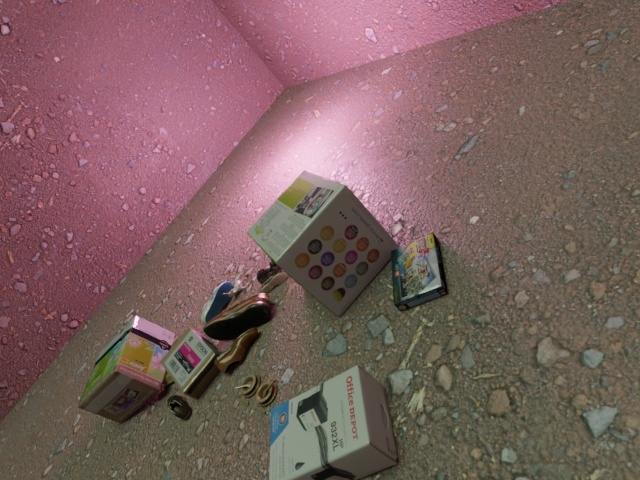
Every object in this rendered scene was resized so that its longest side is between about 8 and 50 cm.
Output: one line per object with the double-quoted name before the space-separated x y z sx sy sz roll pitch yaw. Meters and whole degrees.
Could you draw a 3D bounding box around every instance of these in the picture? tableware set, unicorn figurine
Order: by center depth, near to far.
"tableware set" -0.223 0.509 1.533 0.194 0.039 0.128 -1 52 50
"unicorn figurine" -0.386 0.207 2.093 0.111 0.060 0.162 -39 15 11

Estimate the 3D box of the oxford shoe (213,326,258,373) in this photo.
"oxford shoe" -0.313 0.431 1.732 0.212 0.076 0.076 -47 60 -7

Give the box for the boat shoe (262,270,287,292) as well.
"boat shoe" -0.200 0.173 1.910 0.137 0.049 0.043 -40 28 17

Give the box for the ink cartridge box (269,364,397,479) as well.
"ink cartridge box" 0.022 0.502 1.154 0.307 0.129 0.223 -33 32 19

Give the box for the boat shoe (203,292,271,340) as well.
"boat shoe" -0.335 0.315 1.846 0.324 0.123 0.120 -24 30 18

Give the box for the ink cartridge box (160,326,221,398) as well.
"ink cartridge box" -0.522 0.495 1.816 0.234 0.088 0.193 28 76 43

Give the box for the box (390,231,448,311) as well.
"box" 0.303 0.095 1.390 0.159 0.044 0.233 -27 35 28

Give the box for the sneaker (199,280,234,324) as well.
"sneaker" -0.492 0.288 2.086 0.092 0.087 0.229 -8 44 49

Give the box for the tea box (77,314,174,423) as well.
"tea box" -0.874 0.586 2.021 0.329 0.220 0.324 -42 30 22

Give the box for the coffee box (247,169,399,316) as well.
"coffee box" 0.000 0.000 1.584 0.334 0.337 0.338 -48 31 -4

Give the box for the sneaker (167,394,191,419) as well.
"sneaker" -0.576 0.649 1.763 0.188 0.071 0.066 1 54 51

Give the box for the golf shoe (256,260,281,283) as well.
"golf shoe" -0.209 0.133 1.965 0.186 0.067 0.086 -39 -13 33

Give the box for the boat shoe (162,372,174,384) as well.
"boat shoe" -0.636 0.555 1.949 0.190 0.072 0.068 -43 30 4
